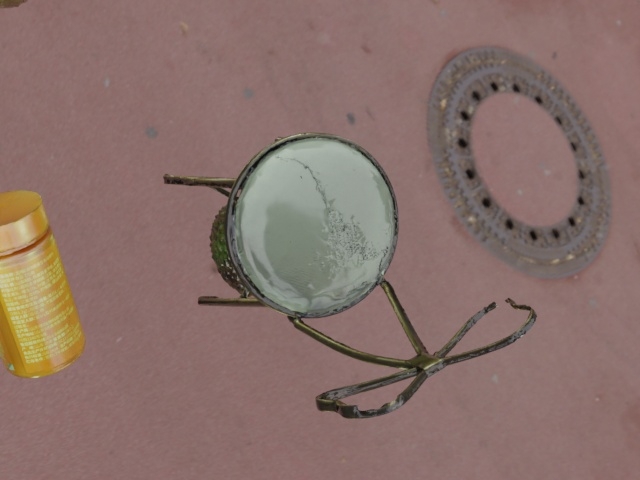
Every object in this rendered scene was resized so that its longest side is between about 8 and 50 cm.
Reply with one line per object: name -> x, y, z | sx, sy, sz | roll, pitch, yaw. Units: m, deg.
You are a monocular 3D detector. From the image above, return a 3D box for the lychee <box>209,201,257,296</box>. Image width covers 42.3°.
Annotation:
lychee -> -0.111, 0.011, 1.395 | 0.171, 0.171, 0.171 | 11, 68, -28

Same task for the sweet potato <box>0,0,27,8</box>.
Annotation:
sweet potato -> -0.419, -0.326, 0.955 | 0.310, 0.098, 0.124 | 13, 20, 14

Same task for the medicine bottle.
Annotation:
medicine bottle -> -0.329, 0.050, 0.915 | 0.096, 0.096, 0.191 | -29, 124, -35

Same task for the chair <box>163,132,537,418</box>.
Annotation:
chair -> 0.000, 0.000, 0.647 | 0.160, 0.326, 0.170 | -21, 103, -22
